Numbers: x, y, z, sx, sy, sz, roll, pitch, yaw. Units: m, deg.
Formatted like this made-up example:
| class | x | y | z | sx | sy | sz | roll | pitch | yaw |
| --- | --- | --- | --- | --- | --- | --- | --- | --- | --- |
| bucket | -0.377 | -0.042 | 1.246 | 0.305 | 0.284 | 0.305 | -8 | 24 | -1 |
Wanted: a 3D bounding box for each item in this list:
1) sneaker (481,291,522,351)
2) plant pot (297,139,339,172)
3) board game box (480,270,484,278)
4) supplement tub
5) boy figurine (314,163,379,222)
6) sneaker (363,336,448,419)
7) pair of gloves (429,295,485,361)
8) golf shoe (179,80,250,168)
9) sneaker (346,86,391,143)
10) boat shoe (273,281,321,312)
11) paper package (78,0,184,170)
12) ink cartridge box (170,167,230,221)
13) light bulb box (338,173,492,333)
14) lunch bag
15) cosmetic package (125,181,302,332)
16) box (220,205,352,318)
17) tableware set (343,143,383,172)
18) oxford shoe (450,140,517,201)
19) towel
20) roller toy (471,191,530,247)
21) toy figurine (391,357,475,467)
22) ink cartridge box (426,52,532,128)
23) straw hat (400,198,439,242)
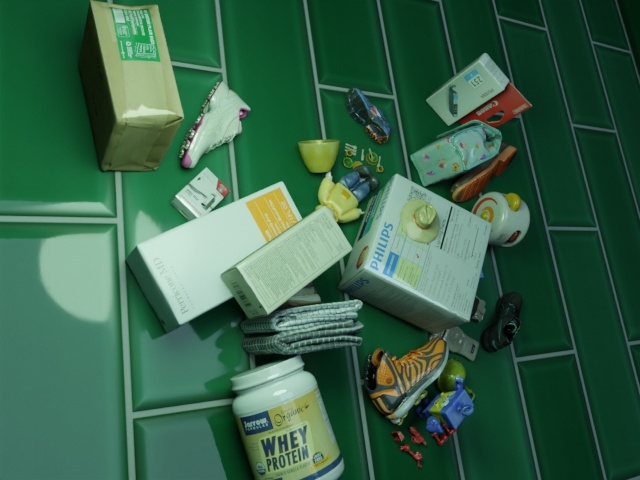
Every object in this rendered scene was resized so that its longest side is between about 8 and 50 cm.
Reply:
| class | x | y | z | sx | sy | sz | roll | pitch | yaw |
| --- | --- | --- | --- | --- | --- | --- | --- | --- | --- |
| sneaker | 0.673 | 0.286 | 1.982 | 0.101 | 0.106 | 0.267 | 43 | 58 | -9 |
| plant pot | -0.004 | -0.268 | 1.782 | 0.134 | 0.134 | 0.095 | -11 | 107 | -31 |
| board game box | 0.473 | 0.065 | 1.979 | 0.211 | 0.039 | 0.160 | -2 | 75 | -29 |
| supplement tub | -0.092 | 0.471 | 1.426 | 0.228 | 0.228 | 0.316 | -16 | 82 | -32 |
| boy figurine | 0.063 | -0.136 | 1.788 | 0.285 | 0.092 | 0.177 | -42 | 99 | -35 |
| sneaker | 0.259 | 0.374 | 1.712 | 0.180 | 0.124 | 0.321 | 51 | 58 | -7 |
| pair of gloves | 0.473 | 0.269 | 1.912 | 0.204 | 0.042 | 0.240 | 27 | 69 | -25 |
| golf shoe | -0.303 | -0.323 | 1.634 | 0.140 | 0.115 | 0.306 | 31 | 63 | -21 |
| sneaker | 0.170 | -0.443 | 1.961 | 0.221 | 0.083 | 0.087 | 54 | 44 | -10 |
| boat shoe | -0.112 | 0.148 | 1.570 | 0.285 | 0.103 | 0.092 | 6 | 58 | -48 |
| paper package | -0.490 | -0.384 | 1.430 | 0.168 | 0.309 | 0.324 | -9 | 78 | -31 |
| ink cartridge box | -0.339 | -0.124 | 1.580 | 0.099 | 0.056 | 0.135 | 45 | 58 | -10 |
| light bulb box | 0.297 | 0.048 | 1.753 | 0.361 | 0.225 | 0.358 | 26 | 63 | -10 |
| lunch bag | 0.495 | -0.322 | 2.005 | 0.262 | 0.223 | 0.160 | -30 | 96 | -33 |
| cosmetic package | -0.255 | 0.036 | 1.514 | 0.453 | 0.161 | 0.230 | -29 | 90 | -32 |
| box | -0.082 | 0.054 | 1.438 | 0.311 | 0.121 | 0.148 | -34 | 95 | -32 |
| tableware set | 0.148 | -0.272 | 1.916 | 0.154 | 0.024 | 0.104 | 18 | 67 | -24 |
| oxford shoe | 0.592 | -0.271 | 2.127 | 0.364 | 0.130 | 0.133 | -36 | 65 | -29 |
| towel | -0.047 | 0.246 | 1.520 | 0.284 | 0.235 | 0.121 | -3 | 79 | -29 |
| roller toy | 0.644 | -0.075 | 2.025 | 0.146 | 0.209 | 0.191 | 11 | 89 | -25 |
| toy figurine | 0.410 | 0.514 | 1.697 | 0.362 | 0.217 | 0.191 | -35 | 93 | -32 |
| ink cartridge box | 0.579 | -0.508 | 2.067 | 0.261 | 0.296 | 0.066 | 44 | 60 | -10 |
| straw hat | 0.308 | -0.071 | 1.640 | 0.144 | 0.061 | 0.144 | 8 | 66 | -20 |
